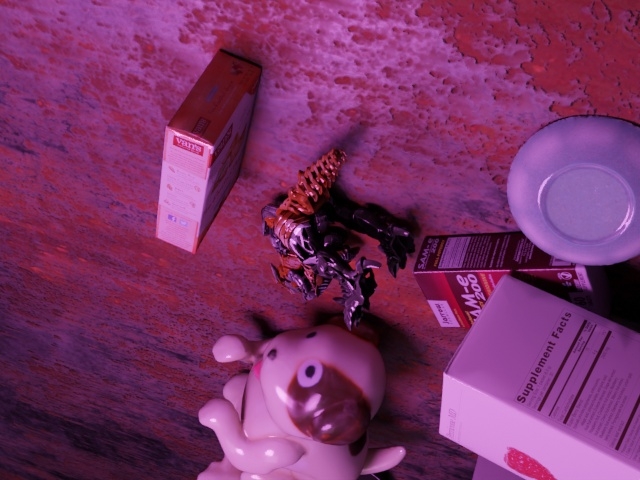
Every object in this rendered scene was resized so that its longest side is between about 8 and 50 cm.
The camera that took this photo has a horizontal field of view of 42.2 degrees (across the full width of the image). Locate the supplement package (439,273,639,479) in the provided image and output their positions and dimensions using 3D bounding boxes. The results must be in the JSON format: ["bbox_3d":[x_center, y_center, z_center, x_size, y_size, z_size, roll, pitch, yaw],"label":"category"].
[{"bbox_3d":[0.317,0.208,1.038,0.293,0.175,0.177,25,149,23],"label":"supplement package"}]

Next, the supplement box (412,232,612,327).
[{"bbox_3d":[0.263,0.057,1.142,0.239,0.073,0.130,-3,136,33],"label":"supplement box"}]

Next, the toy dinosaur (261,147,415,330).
[{"bbox_3d":[0.000,0.000,1.169,0.218,0.164,0.322,33,167,16],"label":"toy dinosaur"}]

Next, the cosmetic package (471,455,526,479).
[{"bbox_3d":[0.308,0.419,1.420,0.107,0.238,0.127,11,138,13],"label":"cosmetic package"}]

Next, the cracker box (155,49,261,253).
[{"bbox_3d":[-0.151,-0.112,1.098,0.067,0.155,0.232,23,144,2],"label":"cracker box"}]

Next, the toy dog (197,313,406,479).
[{"bbox_3d":[-0.022,0.305,1.434,0.395,0.284,0.408,22,141,3],"label":"toy dog"}]

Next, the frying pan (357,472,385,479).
[{"bbox_3d":[0.012,0.484,1.816,0.326,0.053,0.197,39,141,-15],"label":"frying pan"}]

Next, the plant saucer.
[{"bbox_3d":[0.311,-0.048,0.965,0.195,0.037,0.195,11,120,19],"label":"plant saucer"}]
